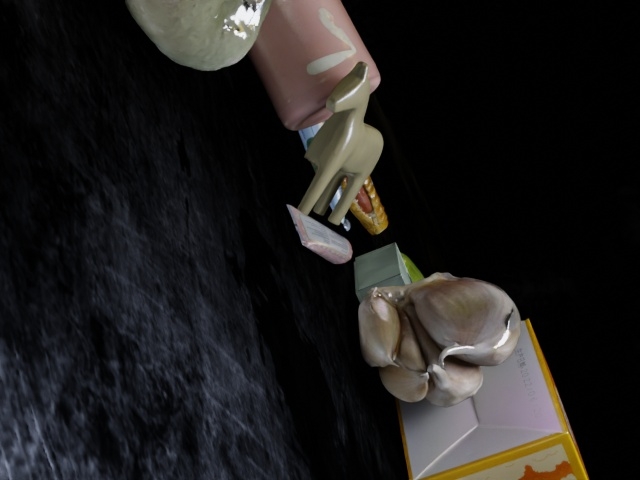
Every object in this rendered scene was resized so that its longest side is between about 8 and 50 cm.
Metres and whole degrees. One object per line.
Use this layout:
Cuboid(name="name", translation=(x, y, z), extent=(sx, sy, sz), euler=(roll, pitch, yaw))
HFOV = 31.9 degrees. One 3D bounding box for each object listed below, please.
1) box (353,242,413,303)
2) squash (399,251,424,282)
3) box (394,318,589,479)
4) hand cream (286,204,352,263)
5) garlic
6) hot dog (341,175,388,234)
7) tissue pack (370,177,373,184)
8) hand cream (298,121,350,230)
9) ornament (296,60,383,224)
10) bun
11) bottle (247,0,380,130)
Cuboid(name="box", translation=(0.140, 0.137, 1.983), extent=(0.129, 0.086, 0.225), euler=(-92, 158, -65))
Cuboid(name="squash", translation=(0.185, 0.086, 2.384), extent=(0.239, 0.069, 0.069), euler=(51, 20, -59))
Cuboid(name="box", translation=(0.280, 0.326, 1.836), extent=(0.284, 0.259, 0.214), euler=(-96, 161, -57))
Cuboid(name="hand cream", translation=(0.000, 0.000, 1.673), extent=(0.209, 0.043, 0.067), euler=(32, 36, -65))
Cuboid(name="garlic", translation=(0.179, 0.146, 1.740), extent=(0.237, 0.210, 0.292), euler=(23, 17, -29))
Cuboid(name="hot dog", translation=(0.066, -0.113, 2.180), extent=(0.289, 0.068, 0.083), euler=(56, 9, -47))
Cuboid(name="tissue pack", translation=(0.081, -0.167, 2.482), extent=(0.122, 0.026, 0.193), euler=(-76, 143, -74))
Cuboid(name="hand cream", translation=(0.008, -0.141, 1.965), extent=(0.088, 0.055, 0.256), euler=(-96, 166, -83))
Cuboid(name="ornament", translation=(0.032, -0.146, 1.695), extent=(0.061, 0.245, 0.230), euler=(32, 9, 20))
Cuboid(name="bun", translation=(-0.141, -0.329, 1.242), extent=(0.273, 0.168, 0.273), euler=(-16, 90, -74))
Cuboid(name="bottle", translation=(-0.048, -0.335, 1.733), extent=(0.297, 0.173, 0.206), euler=(64, 24, 3))
